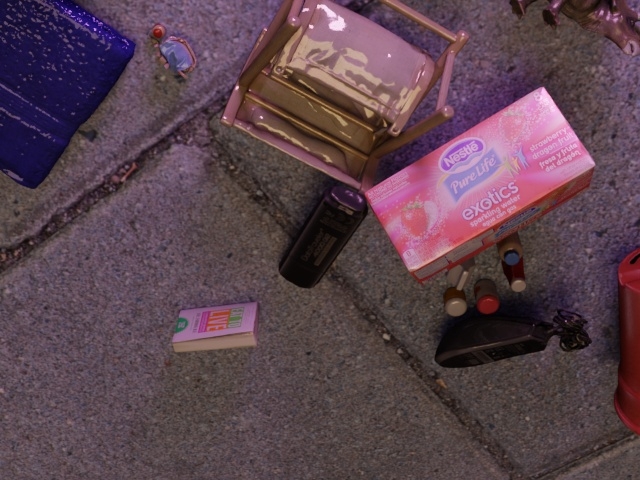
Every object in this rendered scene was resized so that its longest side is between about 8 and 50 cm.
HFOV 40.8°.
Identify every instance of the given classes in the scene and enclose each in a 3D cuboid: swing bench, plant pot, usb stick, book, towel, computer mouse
[{"bbox_3d":[0.030,-0.226,1.228,0.253,0.165,0.254,26,146,-15],"label":"swing bench"},{"bbox_3d":[0.607,0.154,1.413,0.272,0.272,0.265,-12,114,10],"label":"plant pot"},{"bbox_3d":[0.000,0.000,1.387,0.077,0.045,0.278,27,147,-4],"label":"usb stick"},{"bbox_3d":[-0.183,0.152,1.523,0.144,0.096,0.035,-7,122,6],"label":"book"},{"bbox_3d":[-0.451,-0.245,1.301,0.227,0.076,0.308,33,118,-25],"label":"towel"},{"bbox_3d":[0.330,0.163,1.513,0.272,0.072,0.188,-14,157,16],"label":"computer mouse"}]

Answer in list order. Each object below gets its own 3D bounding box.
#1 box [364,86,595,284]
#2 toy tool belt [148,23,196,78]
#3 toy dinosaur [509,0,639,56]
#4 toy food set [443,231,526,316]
[{"bbox_3d":[0.234,-0.073,1.272,0.299,0.154,0.142,-31,75,7],"label":"box"},{"bbox_3d":[-0.221,-0.280,1.277,0.052,0.051,0.083,-32,116,20],"label":"toy tool belt"},{"bbox_3d":[0.341,-0.388,1.167,0.160,0.121,0.314,-28,111,-14],"label":"toy dinosaur"},{"bbox_3d":[0.278,0.052,1.437,0.111,0.105,0.232,14,122,-7],"label":"toy food set"}]
